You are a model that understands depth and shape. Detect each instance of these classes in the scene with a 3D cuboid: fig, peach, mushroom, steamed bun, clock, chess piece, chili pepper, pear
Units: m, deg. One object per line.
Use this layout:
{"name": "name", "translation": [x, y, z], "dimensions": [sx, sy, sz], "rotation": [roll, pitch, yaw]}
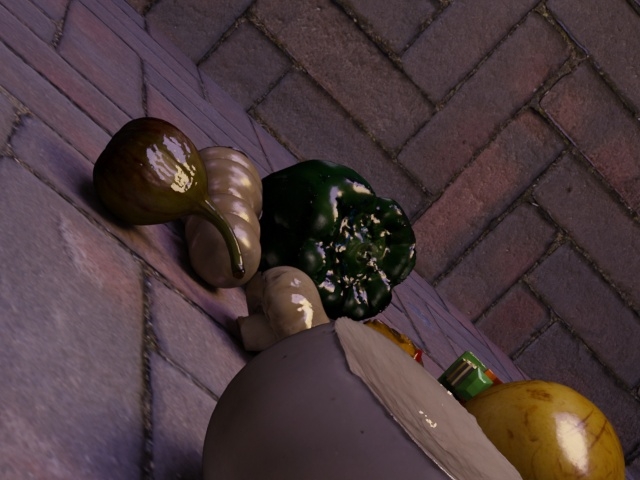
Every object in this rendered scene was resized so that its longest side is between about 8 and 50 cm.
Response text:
{"name": "fig", "translation": [-0.178, -0.051, 1.351], "dimensions": [0.245, 0.149, 0.149], "rotation": [39, 9, -4]}
{"name": "peach", "translation": [0.083, 0.181, 1.598], "dimensions": [0.151, 0.151, 0.118], "rotation": [11, 64, -76]}
{"name": "mushroom", "translation": [-0.048, 0.111, 1.351], "dimensions": [0.154, 0.122, 0.154], "rotation": [53, -27, 43]}
{"name": "steamed bun", "translation": [0.039, 0.226, 0.878], "dimensions": [0.324, 0.206, 0.324], "rotation": [42, 7, -7]}
{"name": "clock", "translation": [0.342, 0.338, 2.042], "dimensions": [0.220, 0.106, 0.255], "rotation": [45, 0, 2]}
{"name": "chess piece", "translation": [-0.145, -0.025, 1.503], "dimensions": [0.143, 0.143, 0.261], "rotation": [42, 16, -23]}
{"name": "chili pepper", "translation": [0.000, 0.000, 1.661], "dimensions": [0.248, 0.233, 0.257], "rotation": [45, -15, -29]}
{"name": "pear", "translation": [0.307, 0.336, 1.502], "dimensions": [0.281, 0.281, 0.281], "rotation": [44, 8, -8]}

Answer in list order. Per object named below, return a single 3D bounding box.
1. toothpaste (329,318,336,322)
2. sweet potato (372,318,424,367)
{"name": "toothpaste", "translation": [-0.005, 0.105, 1.867], "dimensions": [0.170, 0.028, 0.045], "rotation": [45, 1, 23]}
{"name": "sweet potato", "translation": [0.146, 0.204, 2.035], "dimensions": [0.069, 0.059, 0.249], "rotation": [64, -6, -32]}
